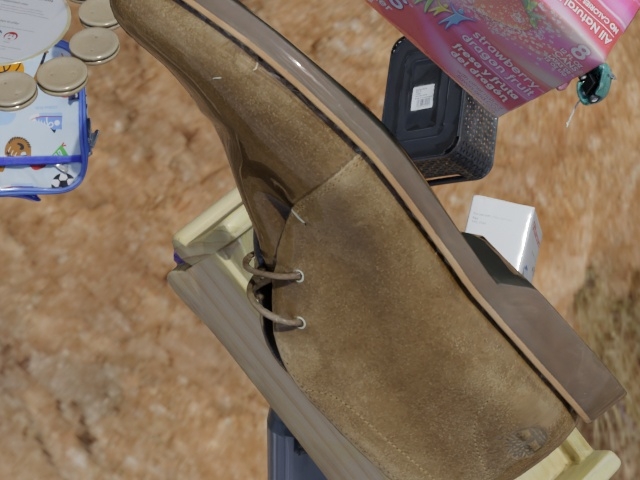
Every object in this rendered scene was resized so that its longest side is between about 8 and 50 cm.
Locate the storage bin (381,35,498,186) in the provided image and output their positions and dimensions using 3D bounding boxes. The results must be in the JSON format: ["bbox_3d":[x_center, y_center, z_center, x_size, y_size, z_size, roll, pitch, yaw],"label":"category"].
[{"bbox_3d":[0.151,-0.168,1.804,0.122,0.084,0.180,-6,66,37],"label":"storage bin"}]

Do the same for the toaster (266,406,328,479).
[{"bbox_3d":[0.016,0.210,1.448,0.129,0.227,0.146,7,113,10],"label":"toaster"}]

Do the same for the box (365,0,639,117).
[{"bbox_3d":[0.078,-0.243,0.943,0.300,0.142,0.154,41,68,-11],"label":"box"}]

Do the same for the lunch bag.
[{"bbox_3d":[-0.467,-0.169,2.030,0.304,0.115,0.243,-2,102,-13],"label":"lunch bag"}]

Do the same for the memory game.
[{"bbox_3d":[-0.234,-0.157,1.060,0.186,0.186,0.012,7,138,8],"label":"memory game"}]

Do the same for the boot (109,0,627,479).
[{"bbox_3d":[0.000,0.000,0.639,0.115,0.112,0.305,-42,104,5],"label":"boot"}]

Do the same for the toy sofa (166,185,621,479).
[{"bbox_3d":[0.050,0.095,1.148,0.150,0.177,0.362,-40,95,-24],"label":"toy sofa"}]

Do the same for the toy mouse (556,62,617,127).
[{"bbox_3d":[0.307,-0.203,1.692,0.031,0.161,0.143,-6,106,-25],"label":"toy mouse"}]

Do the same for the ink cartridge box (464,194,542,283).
[{"bbox_3d":[0.207,0.058,1.737,0.082,0.139,0.190,12,80,16],"label":"ink cartridge box"}]
